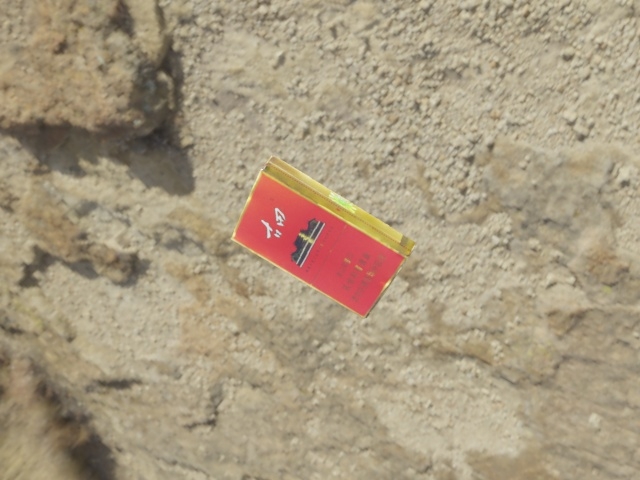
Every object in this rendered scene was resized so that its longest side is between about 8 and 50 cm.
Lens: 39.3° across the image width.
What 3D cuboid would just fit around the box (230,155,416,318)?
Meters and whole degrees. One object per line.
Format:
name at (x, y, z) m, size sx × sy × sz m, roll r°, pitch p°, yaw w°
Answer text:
box at (0.000, 0.000, 0.713) m, size 0.133 × 0.023 × 0.090 m, roll 32°, pitch 135°, yaw 0°
